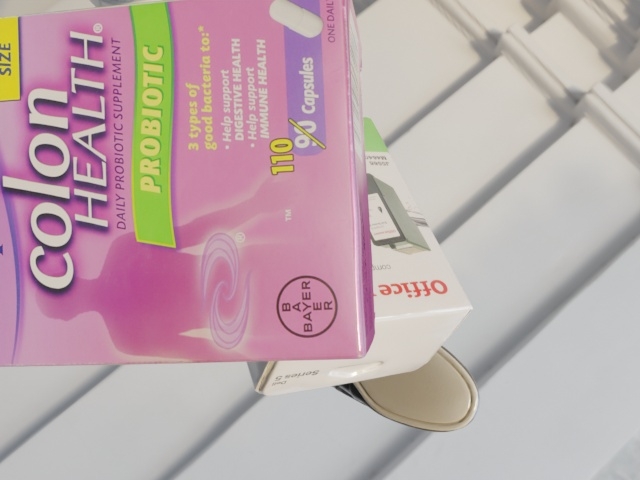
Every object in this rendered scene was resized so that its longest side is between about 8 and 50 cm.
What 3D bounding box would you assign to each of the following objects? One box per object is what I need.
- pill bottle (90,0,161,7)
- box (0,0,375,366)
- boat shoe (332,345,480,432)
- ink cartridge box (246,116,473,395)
[{"bbox_3d":[-0.196,-0.347,0.587,0.176,0.176,0.318,50,-13,5],"label":"pill bottle"},{"bbox_3d":[-0.091,-0.033,0.421,0.117,0.242,0.214,11,77,-81],"label":"box"},{"bbox_3d":[0.058,0.152,0.820,0.335,0.112,0.095,15,-8,35],"label":"boat shoe"},{"bbox_3d":[0.000,0.000,0.654,0.273,0.198,0.115,67,-33,33],"label":"ink cartridge box"}]
